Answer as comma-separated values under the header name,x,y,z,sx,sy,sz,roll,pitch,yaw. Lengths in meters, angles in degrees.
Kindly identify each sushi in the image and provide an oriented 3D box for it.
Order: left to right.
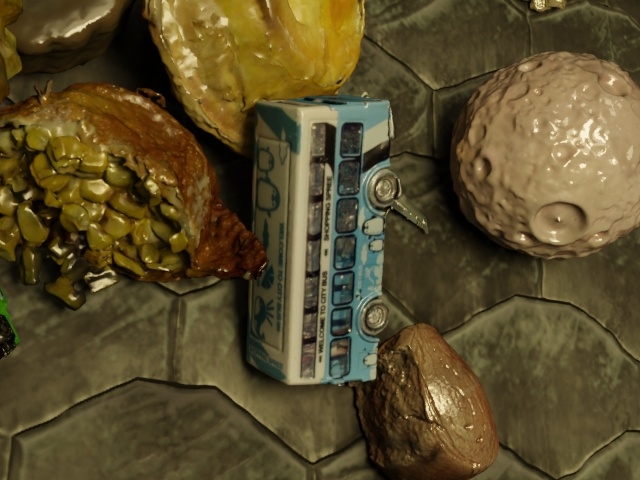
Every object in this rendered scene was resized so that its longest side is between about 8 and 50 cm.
name,x,y,z,sx,sy,sz,roll,pitch,yaw
sushi,-0.206,-0.042,0.958,0.296,0.167,0.179,39,35,-18

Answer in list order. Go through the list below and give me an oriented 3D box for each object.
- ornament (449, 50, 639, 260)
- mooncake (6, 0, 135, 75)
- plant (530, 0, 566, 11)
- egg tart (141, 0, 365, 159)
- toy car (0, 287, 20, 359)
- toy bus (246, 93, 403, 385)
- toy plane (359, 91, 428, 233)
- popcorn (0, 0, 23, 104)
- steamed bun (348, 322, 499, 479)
name,x,y,z,sx,sy,sz,roll,pitch,yaw
ornament,0.283,-0.096,1.180,0.259,0.259,0.225,28,40,-18
mooncake,-0.295,-0.275,0.991,0.228,0.124,0.228,4,74,-13
plant,0.336,-0.392,1.402,0.116,0.122,0.104,17,76,-31
egg tart,-0.049,-0.246,1.053,0.341,0.129,0.341,1,89,-57
toy car,-0.337,0.043,0.894,0.071,0.062,0.165,-31,88,12
toy bus,0.000,0.000,1.006,0.131,0.106,0.297,-4,104,-34
toy plane,0.044,-0.064,1.151,0.226,0.058,0.226,8,73,-34
popcorn,-0.372,-0.208,0.775,0.237,0.293,0.293,-8,73,9
steamed bun,0.108,0.185,1.051,0.106,0.145,0.175,-20,78,-31
